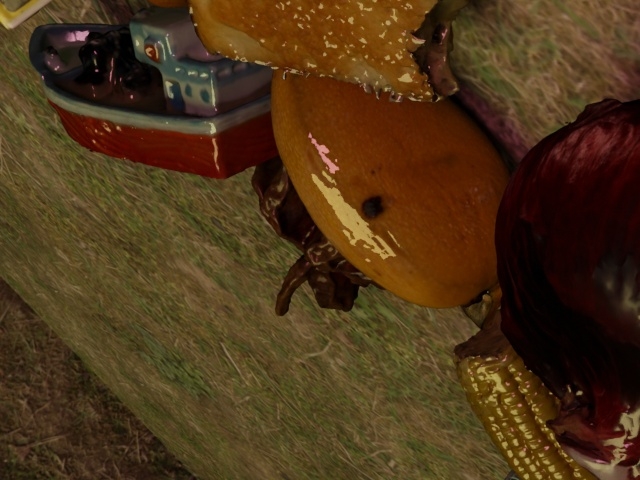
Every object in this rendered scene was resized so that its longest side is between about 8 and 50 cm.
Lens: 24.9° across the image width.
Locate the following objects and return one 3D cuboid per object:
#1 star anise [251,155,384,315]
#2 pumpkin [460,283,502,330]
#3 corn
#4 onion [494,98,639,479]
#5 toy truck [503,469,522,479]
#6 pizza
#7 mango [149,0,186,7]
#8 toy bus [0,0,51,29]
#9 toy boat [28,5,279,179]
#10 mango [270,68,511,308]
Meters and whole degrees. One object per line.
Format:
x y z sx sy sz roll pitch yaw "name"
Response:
0.006 -0.002 1.374 0.196 0.111 0.212 3 131 49 "star anise"
0.136 0.031 1.296 0.073 0.035 0.101 49 165 18 "pumpkin"
0.249 0.201 1.302 0.344 0.131 0.131 50 158 -14 "corn"
0.233 0.052 0.869 0.314 0.232 0.314 37 160 16 "onion"
0.225 0.251 1.457 0.080 0.115 0.178 38 157 11 "toy truck"
0.020 -0.198 0.932 0.223 0.089 0.323 28 151 0 "pizza"
-0.118 -0.240 1.116 0.084 0.105 0.159 -6 148 30 "mango"
-0.153 -0.239 1.007 0.074 0.226 0.081 51 -161 -20 "toy bus"
-0.158 -0.156 1.309 0.332 0.145 0.133 17 125 46 "toy boat"
0.049 -0.063 1.095 0.262 0.157 0.109 56 152 1 "mango"
